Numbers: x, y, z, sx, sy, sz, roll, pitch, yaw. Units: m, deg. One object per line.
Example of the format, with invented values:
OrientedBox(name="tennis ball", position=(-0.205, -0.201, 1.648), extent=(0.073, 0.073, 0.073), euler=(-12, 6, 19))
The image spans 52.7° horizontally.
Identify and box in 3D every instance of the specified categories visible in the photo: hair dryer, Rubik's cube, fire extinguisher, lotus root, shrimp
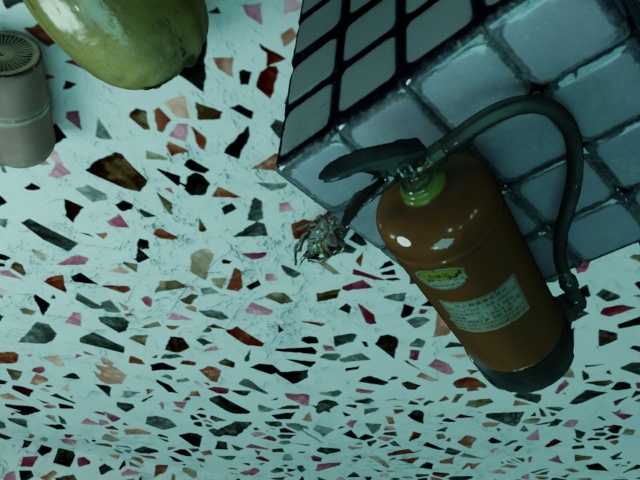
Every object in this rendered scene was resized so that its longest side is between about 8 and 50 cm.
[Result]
OrientedBox(name="hair dryer", position=(-0.568, -0.236, 0.951), extent=(0.345, 0.106, 0.189), euler=(17, 141, 0))
OrientedBox(name="Rubik's cube", position=(0.194, -0.176, 0.736), extent=(0.344, 0.337, 0.344), euler=(-29, 130, 34))
OrientedBox(name="fire extinguisher", position=(0.165, -0.003, 0.628), extent=(0.200, 0.113, 0.376), euler=(-48, 130, -6))
OrientedBox(name="lotus root", position=(-0.262, -0.309, 0.747), extent=(0.183, 0.182, 0.310), euler=(-21, 133, 28))
OrientedBox(name="shrimp", position=(0.000, -0.001, 1.170), extent=(0.073, 0.074, 0.190), euler=(-10, 162, -34))

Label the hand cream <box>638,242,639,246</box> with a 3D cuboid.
OrientedBox(name="hand cream", position=(0.507, -0.082, 0.901), extent=(0.150, 0.230, 0.230), euler=(-12, 137, 20))
